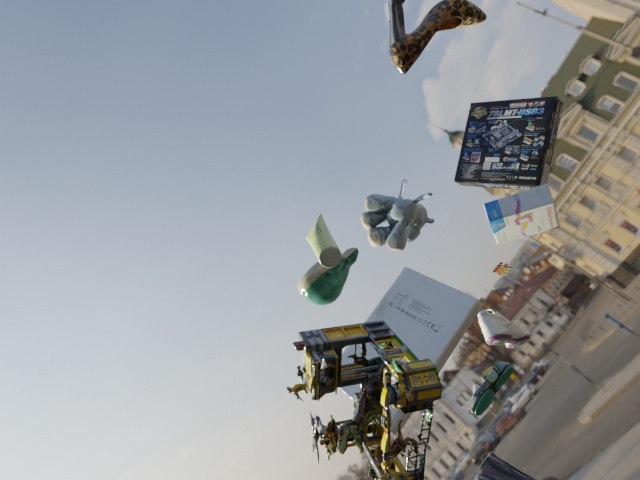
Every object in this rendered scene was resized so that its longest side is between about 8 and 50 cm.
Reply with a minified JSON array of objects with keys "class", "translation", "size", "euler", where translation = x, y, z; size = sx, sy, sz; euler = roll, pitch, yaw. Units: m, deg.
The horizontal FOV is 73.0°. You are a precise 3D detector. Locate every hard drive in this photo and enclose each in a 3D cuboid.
[{"class":"hard drive","translation":[0.196,0.249,1.052],"size":[0.353,0.233,0.047],"euler":[-52,-50,-10]}]

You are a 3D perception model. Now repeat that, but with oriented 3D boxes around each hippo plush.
[{"class":"hippo plush","translation":[0.316,-0.104,1.741],"size":[0.237,0.234,0.294],"euler":[-4,-56,-58]}]

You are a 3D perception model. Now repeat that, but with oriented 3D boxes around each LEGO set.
[{"class":"LEGO set","translation":[0.050,0.294,0.716],"size":[0.192,0.255,0.331],"euler":[-5,-62,-16]}]

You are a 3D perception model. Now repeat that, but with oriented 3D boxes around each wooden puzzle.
[{"class":"wooden puzzle","translation":[0.603,0.096,1.433],"size":[0.083,0.049,0.006],"euler":[98,-171,-57]}]

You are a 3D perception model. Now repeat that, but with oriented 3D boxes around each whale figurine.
[{"class":"whale figurine","translation":[0.048,0.132,1.566],"size":[0.272,0.141,0.216],"euler":[-32,-14,-35]}]

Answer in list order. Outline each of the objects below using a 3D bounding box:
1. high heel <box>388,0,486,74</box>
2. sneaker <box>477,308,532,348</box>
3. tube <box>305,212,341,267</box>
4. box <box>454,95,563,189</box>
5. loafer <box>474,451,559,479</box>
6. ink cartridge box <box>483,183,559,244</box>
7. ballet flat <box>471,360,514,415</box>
[{"class":"high heel","translation":[0.292,-0.494,1.071],"size":[0.261,0.186,0.093],"euler":[-2,-4,-9]},{"class":"sneaker","translation":[0.730,0.340,1.713],"size":[0.305,0.152,0.114],"euler":[20,-51,-40]},{"class":"tube","translation":[0.000,0.000,1.208],"size":[0.070,0.240,0.062],"euler":[-21,-65,-2]},{"class":"box","translation":[0.627,-0.325,1.466],"size":[0.073,0.296,0.293],"euler":[13,-92,-47]},{"class":"loafer","translation":[0.505,0.573,1.000],"size":[0.109,0.303,0.095],"euler":[45,-120,-26]},{"class":"ink cartridge box","translation":[0.403,-0.050,0.868],"size":[0.123,0.052,0.088],"euler":[-20,-42,23]},{"class":"ballet flat","translation":[0.489,0.429,1.270],"size":[0.188,0.070,0.070],"euler":[-41,-27,-16]}]
